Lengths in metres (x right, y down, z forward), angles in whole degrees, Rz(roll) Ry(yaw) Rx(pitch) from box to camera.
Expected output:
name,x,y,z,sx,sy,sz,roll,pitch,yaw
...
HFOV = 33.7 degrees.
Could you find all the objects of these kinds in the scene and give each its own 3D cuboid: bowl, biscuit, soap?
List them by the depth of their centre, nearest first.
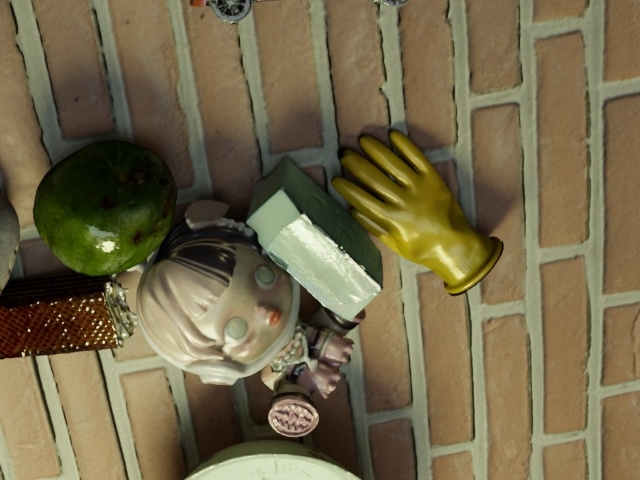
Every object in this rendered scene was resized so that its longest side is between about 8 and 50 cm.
name,x,y,z,sx,sy,sz,roll,pitch,yaw
soap,0.000,0.000,1.604,0.230,0.145,0.091,41,116,-20
biscuit,-0.408,0.115,1.625,0.252,0.070,0.106,-6,118,14
bowl,-0.096,0.482,1.812,0.435,0.196,0.434,-3,117,-6

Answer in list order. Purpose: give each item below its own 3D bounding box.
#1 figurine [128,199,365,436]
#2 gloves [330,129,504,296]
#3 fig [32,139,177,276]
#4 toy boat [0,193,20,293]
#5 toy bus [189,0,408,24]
name,x,y,z,sx,sy,sz,roll,pitch,yaw
figurine,-0.124,0.128,1.615,0.361,0.253,0.211,39,139,-27
gloves,0.144,-0.052,1.650,0.294,0.116,0.133,42,77,-14
fig,-0.318,-0.015,1.559,0.203,0.203,0.235,4,137,-10
toy boat,-0.526,0.027,1.582,0.155,0.085,0.227,33,102,16
toy bus,-0.018,-0.383,1.433,0.329,0.143,0.153,-7,107,-3
